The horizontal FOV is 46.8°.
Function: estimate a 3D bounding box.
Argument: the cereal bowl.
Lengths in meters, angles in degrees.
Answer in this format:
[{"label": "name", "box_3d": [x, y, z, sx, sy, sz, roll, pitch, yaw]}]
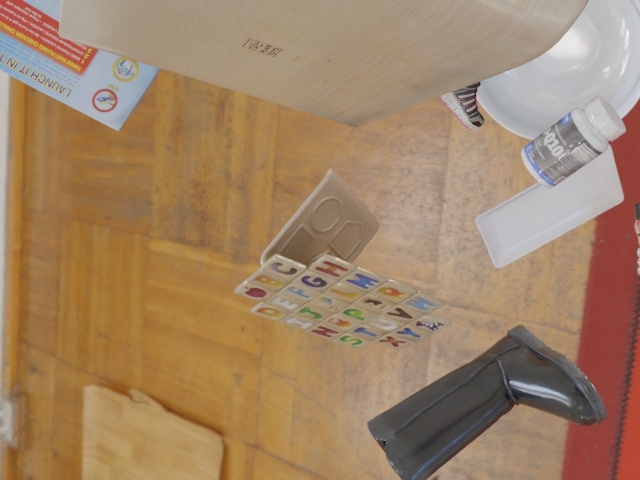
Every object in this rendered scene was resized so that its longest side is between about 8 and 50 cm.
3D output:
[{"label": "cereal bowl", "box_3d": [0.456, -0.366, 1.412, 0.338, 0.141, 0.339, 11, 121, 19]}]

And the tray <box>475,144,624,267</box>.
[{"label": "tray", "box_3d": [0.417, -0.064, 1.354, 0.270, 0.145, 0.030, -29, 39, 5]}]

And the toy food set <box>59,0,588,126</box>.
[{"label": "toy food set", "box_3d": [-0.025, -0.153, 0.421, 0.306, 0.219, 0.093, 177, 106, -70]}]

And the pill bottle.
[{"label": "pill bottle", "box_3d": [0.375, -0.146, 1.098, 0.137, 0.078, 0.078, -40, 69, 34]}]

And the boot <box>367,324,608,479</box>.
[{"label": "boot", "box_3d": [0.356, 0.403, 1.648, 0.146, 0.445, 0.367, 62, 175, -19]}]

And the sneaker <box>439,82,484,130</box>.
[{"label": "sneaker", "box_3d": [0.243, -0.248, 1.242, 0.075, 0.170, 0.063, -43, 46, 13]}]

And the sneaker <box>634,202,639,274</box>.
[{"label": "sneaker", "box_3d": [0.645, 0.012, 1.324, 0.090, 0.270, 0.145, -3, 84, 48]}]

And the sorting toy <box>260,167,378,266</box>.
[{"label": "sorting toy", "box_3d": [0.000, 0.000, 1.305, 0.038, 0.193, 0.208, 29, 80, 41]}]

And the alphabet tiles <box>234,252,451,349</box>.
[{"label": "alphabet tiles", "box_3d": [0.038, 0.115, 1.270, 0.285, 0.342, 0.011, -37, 37, 53]}]

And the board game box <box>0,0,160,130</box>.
[{"label": "board game box", "box_3d": [-0.376, -0.376, 1.171, 0.302, 0.308, 0.086, -52, 41, 12]}]
